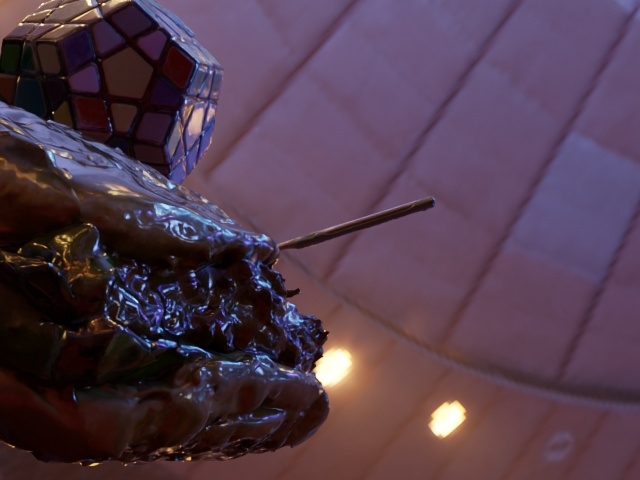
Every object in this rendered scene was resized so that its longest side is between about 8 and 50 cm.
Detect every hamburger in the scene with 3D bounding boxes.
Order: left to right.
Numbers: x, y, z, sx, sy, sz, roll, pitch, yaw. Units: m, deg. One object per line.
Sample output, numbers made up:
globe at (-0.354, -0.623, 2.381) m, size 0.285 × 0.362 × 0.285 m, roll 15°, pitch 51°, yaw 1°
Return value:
hamburger at (-0.104, 0.021, 0.572) m, size 0.183 × 0.206 × 0.130 m, roll 16°, pitch -81°, yaw -63°

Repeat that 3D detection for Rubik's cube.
Rubik's cube at (-0.100, -0.068, 0.799) m, size 0.111 × 0.093 × 0.111 m, roll -3°, pitch -32°, yaw -2°

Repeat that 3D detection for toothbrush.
toothbrush at (0.000, 0.000, 1.165) m, size 0.167 × 0.011 × 0.014 m, roll -18°, pitch -70°, yaw -2°
